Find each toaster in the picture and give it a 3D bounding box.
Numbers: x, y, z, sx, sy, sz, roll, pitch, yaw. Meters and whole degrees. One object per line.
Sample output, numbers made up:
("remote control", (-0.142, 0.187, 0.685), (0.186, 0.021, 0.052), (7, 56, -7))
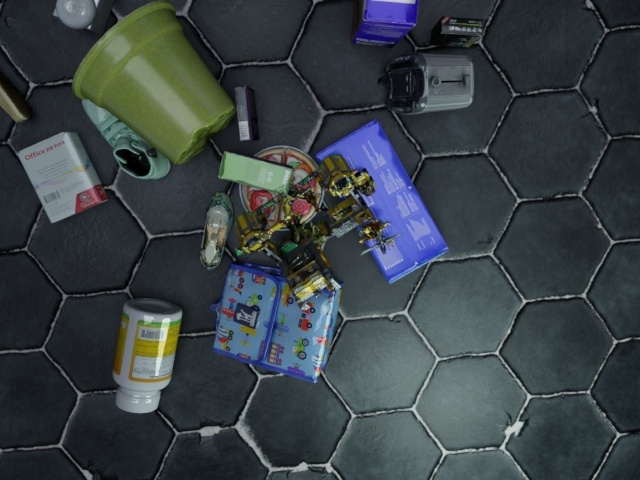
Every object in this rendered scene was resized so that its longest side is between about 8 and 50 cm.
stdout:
("toaster", (0.236, -0.343, 1.462), (0.146, 0.227, 0.129), (-5, 100, -18))

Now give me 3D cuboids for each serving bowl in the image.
("serving bowl", (-0.515, -0.487, 1.397), (0.083, 0.027, 0.083), (0, 100, -1))

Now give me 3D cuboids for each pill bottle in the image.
("pill bottle", (-0.412, 0.270, 1.566), (0.136, 0.136, 0.246), (11, 99, -3))

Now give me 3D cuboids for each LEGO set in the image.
("LEGO set", (0.000, 0.000, 1.400), (0.331, 0.255, 0.192), (-29, 55, 1))

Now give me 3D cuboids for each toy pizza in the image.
("toy pizza", (-0.091, -0.121, 1.565), (0.201, 0.032, 0.201), (0, 99, -1))

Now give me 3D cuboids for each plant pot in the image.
("plant pot", (-0.323, -0.308, 1.401), (0.276, 0.276, 0.254), (-44, 94, 5))

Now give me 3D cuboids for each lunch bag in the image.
("lunch bag", (-0.115, 0.180, 1.581), (0.293, 0.138, 0.221), (12, 98, 9))

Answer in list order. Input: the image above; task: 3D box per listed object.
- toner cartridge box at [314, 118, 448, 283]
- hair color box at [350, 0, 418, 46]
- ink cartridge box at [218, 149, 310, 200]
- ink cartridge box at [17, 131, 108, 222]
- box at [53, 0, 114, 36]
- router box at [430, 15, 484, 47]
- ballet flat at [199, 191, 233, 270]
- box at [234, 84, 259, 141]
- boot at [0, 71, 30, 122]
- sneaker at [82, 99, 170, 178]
("toner cartridge box", (0.142, -0.091, 1.554), (0.165, 0.075, 0.348), (-29, 98, 5))
("hair color box", (0.129, -0.509, 1.355), (0.110, 0.339, 0.185), (5, 99, 0))
("ink cartridge box", (-0.115, -0.146, 1.489), (0.209, 0.109, 0.062), (14, 99, -4))
("ink cartridge box", (-0.586, -0.146, 1.529), (0.127, 0.072, 0.175), (-22, 99, 2))
("box", (-0.514, -0.515, 1.459), (0.087, 0.102, 0.101), (21, 98, -6))
("router box", (0.300, -0.460, 1.477), (0.092, 0.122, 0.038), (4, 94, -2))
("ballet flat", (-0.244, -0.018, 1.562), (0.070, 0.070, 0.188), (8, 98, -3))
("box", (-0.161, -0.278, 1.475), (0.029, 0.162, 0.116), (-5, 98, 3))
("boot", (-0.774, -0.312, 1.497), (0.165, 0.077, 0.213), (-41, 92, 4))
("sneaker", (-0.442, -0.241, 1.479), (0.094, 0.151, 0.256), (-42, 96, 7))
